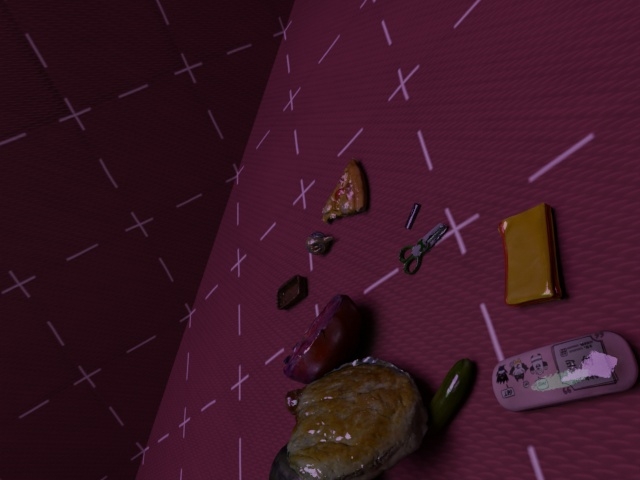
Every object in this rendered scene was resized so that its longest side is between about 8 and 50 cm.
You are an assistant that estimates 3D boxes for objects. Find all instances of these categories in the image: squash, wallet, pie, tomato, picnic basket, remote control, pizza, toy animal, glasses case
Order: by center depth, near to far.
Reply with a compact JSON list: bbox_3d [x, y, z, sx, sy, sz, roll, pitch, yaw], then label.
[{"bbox_3d":[0.507,0.285,0.978,0.314,0.075,0.122,-36,49,44],"label":"glasses case"},{"bbox_3d":[0.510,0.041,1.115,0.141,0.067,0.241,-31,46,54],"label":"wallet"},{"bbox_3d":[0.328,0.422,1.199,0.258,0.069,0.069,-65,32,14],"label":"squash"},{"bbox_3d":[0.095,0.496,1.247,0.418,0.395,0.181,-133,21,-76],"label":"pie"},{"bbox_3d":[0.034,0.351,1.525,0.335,0.176,0.290,-51,-2,-31],"label":"tomato"},{"bbox_3d":[0.305,-0.082,1.530,0.034,0.016,0.091,33,103,53],"label":"remote control"},{"bbox_3d":[0.083,-0.161,1.860,0.288,0.075,0.280,-48,38,34],"label":"pizza"},{"bbox_3d":[0.000,0.000,1.903,0.137,0.098,0.098,-33,46,23],"label":"toy animal"},{"bbox_3d":[-0.127,0.232,2.012,0.193,0.054,0.110,-38,46,42],"label":"picnic basket"}]

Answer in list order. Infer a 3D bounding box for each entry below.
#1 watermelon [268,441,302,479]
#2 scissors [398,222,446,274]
[{"bbox_3d":[-0.001,0.735,1.354,0.359,0.278,0.279,5,79,53],"label":"watermelon"},{"bbox_3d":[0.323,0.017,1.443,0.204,0.027,0.101,-52,40,34],"label":"scissors"}]
